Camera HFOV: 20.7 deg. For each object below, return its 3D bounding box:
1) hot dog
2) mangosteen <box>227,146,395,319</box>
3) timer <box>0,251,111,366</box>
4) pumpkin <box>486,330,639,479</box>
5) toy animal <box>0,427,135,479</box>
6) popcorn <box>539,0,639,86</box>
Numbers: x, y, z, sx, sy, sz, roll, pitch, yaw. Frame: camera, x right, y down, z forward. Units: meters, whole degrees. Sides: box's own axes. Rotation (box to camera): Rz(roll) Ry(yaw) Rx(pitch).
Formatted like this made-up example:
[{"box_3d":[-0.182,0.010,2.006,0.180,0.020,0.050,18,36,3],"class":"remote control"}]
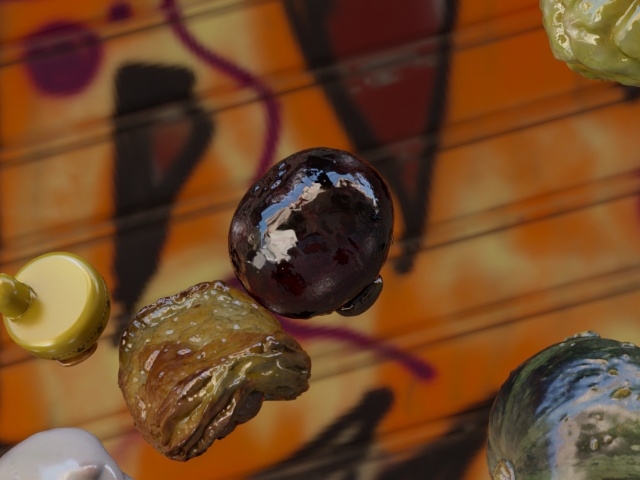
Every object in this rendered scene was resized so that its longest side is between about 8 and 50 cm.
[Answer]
[{"box_3d":[-0.100,0.131,1.670,0.175,0.114,0.259,-24,20,-10],"class":"hot dog"},{"box_3d":[0.000,0.000,1.469,0.153,0.152,0.152,-15,2,0],"class":"mangosteen"},{"box_3d":[-0.260,0.060,1.690,0.107,0.107,0.109,-15,-28,14],"class":"timer"},{"box_3d":[0.193,0.160,1.210,0.146,0.190,0.190,-20,3,-18],"class":"pumpkin"},{"box_3d":[-0.150,0.309,1.281,0.194,0.357,0.258,-20,-1,-9],"class":"toy animal"},{"box_3d":[0.425,-0.269,2.035,0.334,0.292,0.293,-11,-42,-7],"class":"popcorn"}]
